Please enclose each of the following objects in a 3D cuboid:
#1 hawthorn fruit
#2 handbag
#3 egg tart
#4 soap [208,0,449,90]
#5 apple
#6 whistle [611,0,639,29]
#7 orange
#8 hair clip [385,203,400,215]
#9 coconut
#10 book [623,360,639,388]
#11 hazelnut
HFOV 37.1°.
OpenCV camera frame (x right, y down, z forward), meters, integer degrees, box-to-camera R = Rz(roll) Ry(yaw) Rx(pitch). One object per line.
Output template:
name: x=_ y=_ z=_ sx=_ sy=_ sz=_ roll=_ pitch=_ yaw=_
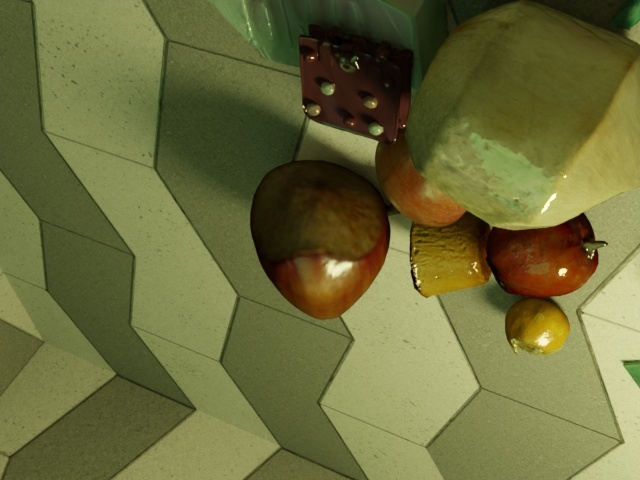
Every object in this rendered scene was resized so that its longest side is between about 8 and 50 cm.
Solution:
hawthorn fruit: x=0.463 y=0.019 z=1.941 sx=0.249 sy=0.215 sz=0.215 roll=1 pitch=136 yaw=43
handbag: x=0.062 y=-0.280 z=1.722 sx=0.203 sy=0.074 sz=0.216 roll=21 pitch=148 yaw=16
egg tart: x=0.284 y=0.019 z=2.111 sx=0.170 sy=0.215 sz=0.215 roll=-3 pitch=135 yaw=24
soap: x=0.005 y=-0.445 z=1.761 sx=0.446 sy=0.156 sz=0.261 roll=17 pitch=145 yaw=26
apple: x=0.230 y=-0.156 z=1.882 sx=0.253 sy=0.253 sz=0.254 roll=23 pitch=147 yaw=16
whistle: x=0.519 y=-0.393 z=1.488 sx=0.039 sy=0.039 sz=0.186 roll=34 pitch=149 yaw=-1
orange: x=0.501 y=0.208 z=2.226 sx=0.156 sy=0.134 sz=0.157 roll=34 pitch=150 yaw=23
hair clip: x=0.198 y=-0.099 z=2.169 sx=0.072 sy=0.034 sz=0.226 roll=32 pitch=149 yaw=1
coconut: x=0.362 y=-0.187 z=1.582 sx=0.415 sy=0.415 sz=0.345 roll=27 pitch=169 yaw=9
book: x=0.788 y=0.331 z=2.243 sx=0.103 sy=0.017 sz=0.135 roll=-9 pitch=129 yaw=48
hazelnut: x=0.001 y=-0.005 z=2.197 sx=0.365 sy=0.366 sz=0.366 roll=23 pitch=147 yaw=16
